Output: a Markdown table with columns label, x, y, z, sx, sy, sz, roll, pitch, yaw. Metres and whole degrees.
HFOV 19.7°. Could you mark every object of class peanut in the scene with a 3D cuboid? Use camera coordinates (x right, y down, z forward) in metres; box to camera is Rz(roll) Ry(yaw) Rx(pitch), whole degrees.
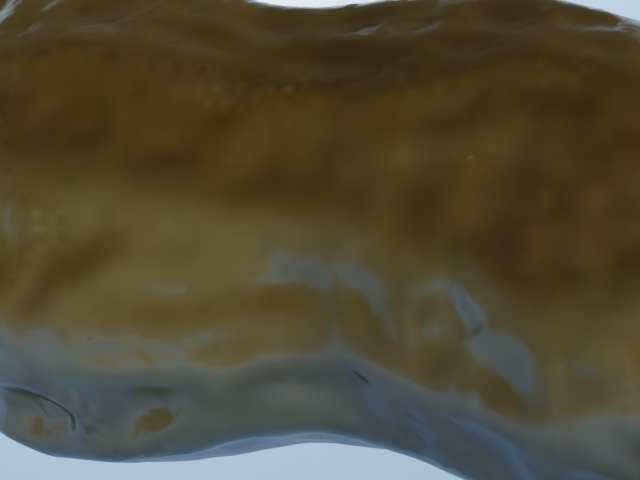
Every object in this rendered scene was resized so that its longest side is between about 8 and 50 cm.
| label | x | y | z | sx | sy | sz | roll | pitch | yaw |
| --- | --- | --- | --- | --- | --- | --- | --- | --- | --- |
| peanut | 0.000 | 0.000 | 0.490 | 0.313 | 0.149 | 0.149 | 7 | -137 | 24 |
